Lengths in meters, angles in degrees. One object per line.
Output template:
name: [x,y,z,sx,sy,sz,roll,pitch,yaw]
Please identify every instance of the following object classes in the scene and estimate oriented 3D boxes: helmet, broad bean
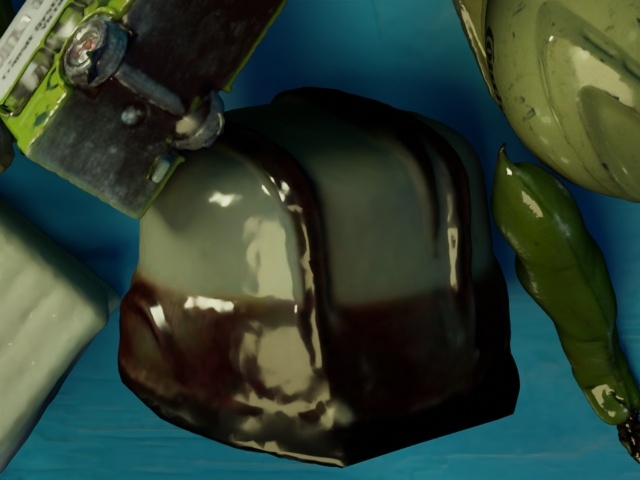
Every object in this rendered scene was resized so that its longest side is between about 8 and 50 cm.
helmet: [0.178,-0.116,0.945,0.257,0.137,0.204,47,124,-9]
broad bean: [0.183,0.050,1.044,0.056,0.098,0.318,-34,123,-3]

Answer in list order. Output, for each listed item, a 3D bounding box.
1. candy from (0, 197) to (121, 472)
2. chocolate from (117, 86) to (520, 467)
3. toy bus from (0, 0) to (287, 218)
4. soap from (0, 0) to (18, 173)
candy: [-0.346,0.019,1.169,0.359,0.145,0.208,41,89,-5]
chocolate: [0.000,0.000,1.008,0.284,0.283,0.186,11,117,14]
toy bus: [-0.082,-0.171,0.935,0.113,0.139,0.301,33,94,-38]
soap: [-0.281,-0.207,1.023,0.091,0.199,0.314,-10,117,2]
